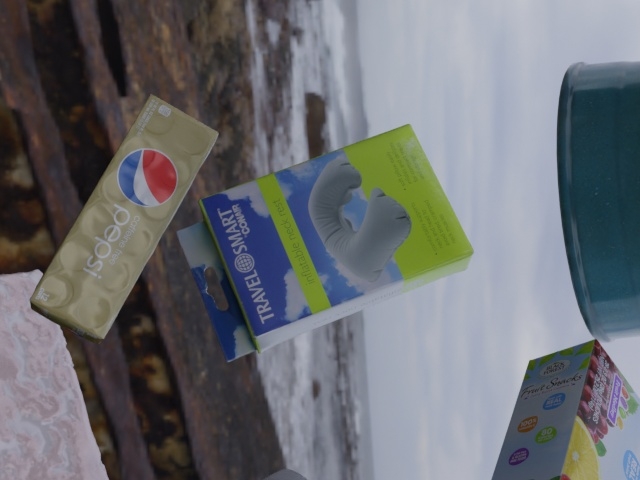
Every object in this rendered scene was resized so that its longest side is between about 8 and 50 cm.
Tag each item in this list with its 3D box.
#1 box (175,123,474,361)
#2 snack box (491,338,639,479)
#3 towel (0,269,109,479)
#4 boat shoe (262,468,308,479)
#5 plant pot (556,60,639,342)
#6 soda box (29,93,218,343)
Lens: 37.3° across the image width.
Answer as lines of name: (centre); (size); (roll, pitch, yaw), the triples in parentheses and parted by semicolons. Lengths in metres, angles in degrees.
box: (0.000, 0.000, 0.647); (0.042, 0.178, 0.109); (91, -24, -69)
snack box: (0.204, 0.206, 0.694); (0.174, 0.070, 0.207); (52, 41, -15)
towel: (-0.335, 0.192, 0.889); (0.317, 0.053, 0.331); (-3, 71, -59)
boat shoe: (-0.012, 0.323, 0.872); (0.306, 0.105, 0.113); (42, -32, 54)
plant pot: (0.373, -0.048, 0.860); (0.272, 0.255, 0.271); (20, 67, -60)
soda box: (-0.149, -0.015, 0.721); (0.181, 0.061, 0.058); (-63, -170, -17)
